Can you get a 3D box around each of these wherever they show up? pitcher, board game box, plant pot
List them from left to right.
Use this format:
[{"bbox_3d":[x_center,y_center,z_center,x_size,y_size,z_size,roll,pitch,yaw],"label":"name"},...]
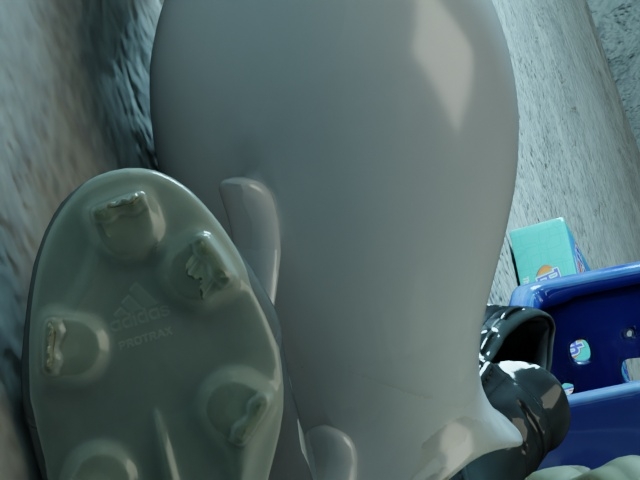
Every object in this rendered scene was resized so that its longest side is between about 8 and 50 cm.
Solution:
[{"bbox_3d":[0.000,0.000,0.656,0.178,0.125,0.207,-41,127,-59],"label":"pitcher"},{"bbox_3d":[0.209,0.098,1.532,0.210,0.047,0.160,50,27,-59],"label":"board game box"},{"bbox_3d":[0.252,0.142,1.271,0.236,0.236,0.212,-66,144,-71],"label":"plant pot"}]

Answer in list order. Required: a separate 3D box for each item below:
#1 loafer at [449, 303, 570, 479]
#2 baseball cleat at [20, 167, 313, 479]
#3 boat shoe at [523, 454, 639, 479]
[{"bbox_3d":[0.081,0.086,0.942,0.223,0.078,0.076,-74,145,-67],"label":"loafer"},{"bbox_3d":[-0.032,0.082,0.539,0.109,0.072,0.206,177,-102,-87],"label":"baseball cleat"},{"bbox_3d":[0.060,0.144,0.703,0.324,0.116,0.123,102,-25,-72],"label":"boat shoe"}]
